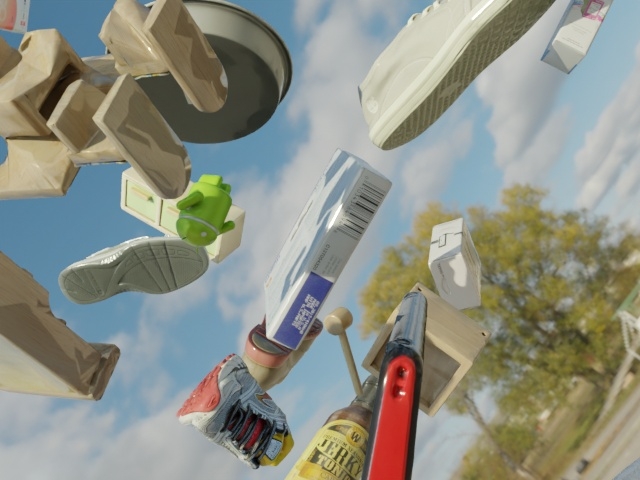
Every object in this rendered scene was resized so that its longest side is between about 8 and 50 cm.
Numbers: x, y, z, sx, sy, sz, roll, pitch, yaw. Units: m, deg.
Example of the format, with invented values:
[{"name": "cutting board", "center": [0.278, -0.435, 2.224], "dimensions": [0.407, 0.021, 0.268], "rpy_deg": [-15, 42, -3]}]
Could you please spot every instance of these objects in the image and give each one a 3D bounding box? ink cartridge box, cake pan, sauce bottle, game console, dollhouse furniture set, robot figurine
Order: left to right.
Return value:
[{"name": "ink cartridge box", "center": [-0.495, -0.422, 1.230], "dimensions": [0.145, 0.045, 0.180], "rpy_deg": [-88, 12, -80]}, {"name": "dollhouse furniture set", "center": [-0.317, -0.050, 0.918], "dimensions": [0.256, 0.361, 0.394], "rpy_deg": [58, -140, -47]}, {"name": "cake pan", "center": [-0.188, -0.249, 1.220], "dimensions": [0.293, 0.293, 0.054], "rpy_deg": [89, 179, -58]}, {"name": "robot figurine", "center": [-0.175, -0.041, 1.170], "dimensions": [0.101, 0.067, 0.115], "rpy_deg": [48, -124, -52]}, {"name": "ink cartridge box", "center": [0.000, 0.000, 1.414], "dimensions": [0.324, 0.071, 0.330], "rpy_deg": [-61, 9, 9]}, {"name": "sauce bottle", "center": [0.031, 0.376, 1.376], "dimensions": [0.344, 0.111, 0.111], "rpy_deg": [-51, -17, -39]}, {"name": "game console", "center": [0.060, 0.238, 0.764], "dimensions": [0.386, 0.060, 0.342], "rpy_deg": [-24, -61, -81]}, {"name": "ink cartridge box", "center": [0.326, 0.059, 1.875], "dimensions": [0.085, 0.148, 0.203], "rpy_deg": [-17, 22, 19]}, {"name": "ink cartridge box", "center": [0.377, -0.317, 1.134], "dimensions": [0.123, 0.052, 0.088], "rpy_deg": [-61, -4, -6]}]

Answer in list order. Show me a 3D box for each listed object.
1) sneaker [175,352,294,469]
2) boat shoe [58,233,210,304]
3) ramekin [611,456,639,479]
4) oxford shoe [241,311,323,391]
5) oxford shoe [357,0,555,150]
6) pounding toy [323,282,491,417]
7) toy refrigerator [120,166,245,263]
[{"name": "sneaker", "center": [-0.077, 0.187, 0.825], "dimensions": [0.088, 0.092, 0.225], "rpy_deg": [-49, -22, -8]}, {"name": "boat shoe", "center": [-0.369, 0.048, 1.574], "dimensions": [0.103, 0.320, 0.118], "rpy_deg": [-71, -37, -63]}, {"name": "ramekin", "center": [0.515, 0.404, 1.139], "dimensions": [0.272, 0.127, 0.273], "rpy_deg": [-17, -45, -18]}, {"name": "oxford shoe", "center": [-0.094, 0.232, 1.692], "dimensions": [0.130, 0.122, 0.348], "rpy_deg": [-67, -15, 16]}, {"name": "oxford shoe", "center": [0.204, -0.314, 1.169], "dimensions": [0.169, 0.130, 0.449], "rpy_deg": [-13, -23, -48]}, {"name": "pounding toy", "center": [0.110, 0.150, 1.136], "dimensions": [0.094, 0.206, 0.181], "rpy_deg": [-40, -19, -50]}, {"name": "toy refrigerator", "center": [-0.302, -0.065, 1.689], "dimensions": [0.094, 0.269, 0.102], "rpy_deg": [-43, -24, -46]}]
